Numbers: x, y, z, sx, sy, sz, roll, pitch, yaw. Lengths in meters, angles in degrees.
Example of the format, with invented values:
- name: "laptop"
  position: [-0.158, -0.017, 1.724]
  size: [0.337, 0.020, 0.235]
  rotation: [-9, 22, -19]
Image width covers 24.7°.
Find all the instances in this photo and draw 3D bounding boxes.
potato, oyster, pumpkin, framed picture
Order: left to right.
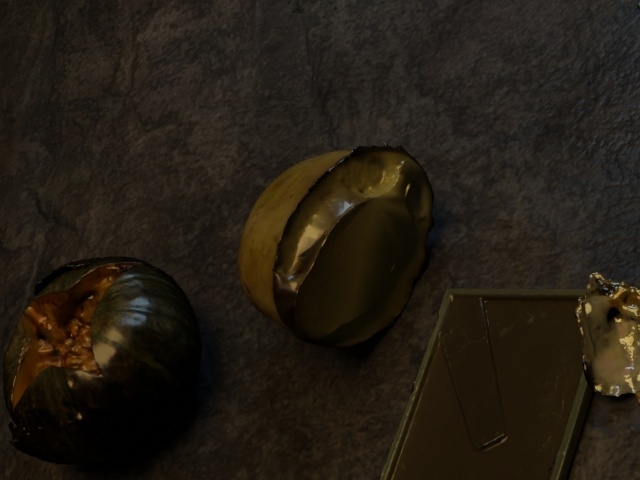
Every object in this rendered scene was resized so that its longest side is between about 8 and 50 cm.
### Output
- name: "pumpkin"
  position: [-0.307, 0.167, 2.061]
  size: [0.320, 0.192, 0.320]
  rotation: [-27, 42, 27]
- name: "potato"
  position: [0.000, 0.000, 1.918]
  size: [0.243, 0.242, 0.285]
  rotation: [11, 73, 47]
- name: "framed picture"
  position: [0.198, 0.204, 1.703]
  size: [0.247, 0.022, 0.335]
  rotation: [-1, 57, 41]
- name: "oyster"
  position: [0.328, 0.108, 1.632]
  size: [0.146, 0.045, 0.121]
  rotation: [37, 72, 23]

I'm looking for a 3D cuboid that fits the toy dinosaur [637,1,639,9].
- name: "toy dinosaur"
  position: [0.470, -0.314, 1.894]
  size: [0.120, 0.029, 0.060]
  rotation: [17, 86, 43]

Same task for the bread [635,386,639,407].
- name: "bread"
  position: [0.410, 0.149, 1.552]
  size: [0.154, 0.028, 0.068]
  rotation: [-33, 39, 15]
